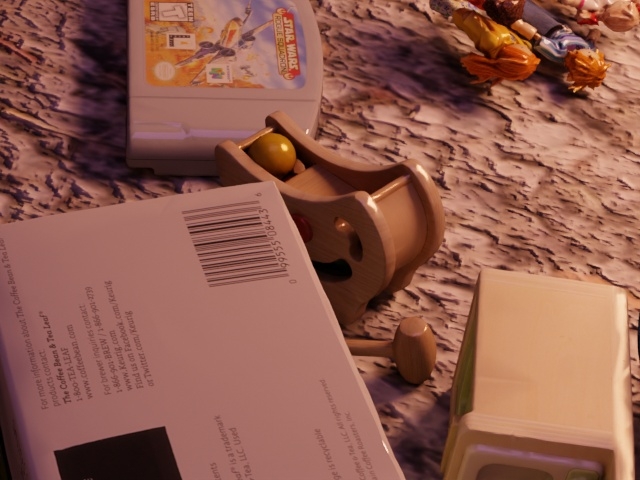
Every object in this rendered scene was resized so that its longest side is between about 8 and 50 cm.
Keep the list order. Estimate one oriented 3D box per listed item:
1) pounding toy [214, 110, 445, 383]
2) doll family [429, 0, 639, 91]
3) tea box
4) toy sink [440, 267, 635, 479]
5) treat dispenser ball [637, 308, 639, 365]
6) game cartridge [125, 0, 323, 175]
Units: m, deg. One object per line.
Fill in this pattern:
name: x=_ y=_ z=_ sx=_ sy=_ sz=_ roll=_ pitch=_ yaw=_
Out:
pounding toy: x=0.000 y=0.000 z=1.452 sx=0.155 sy=0.154 sz=0.269 roll=-32 pitch=57 yaw=-33
doll family: x=0.219 y=-0.219 z=1.748 sx=0.263 sy=0.118 sz=0.163 roll=-3 pitch=37 yaw=-36
tea box: x=-0.091 y=0.197 z=1.126 sx=0.220 sy=0.323 sz=0.329 roll=-9 pitch=49 yaw=-16
toy sink: x=0.163 y=0.161 z=1.319 sx=0.131 sy=0.153 sz=0.234 roll=8 pitch=46 yaw=0
treat dispenser ball: x=0.398 y=0.078 z=1.337 sx=0.288 sy=0.288 sz=0.288 roll=4 pitch=45 yaw=-4
game cartridge: x=-0.097 y=-0.181 z=1.689 sx=0.198 sy=0.062 sz=0.297 roll=-3 pitch=46 yaw=-5
